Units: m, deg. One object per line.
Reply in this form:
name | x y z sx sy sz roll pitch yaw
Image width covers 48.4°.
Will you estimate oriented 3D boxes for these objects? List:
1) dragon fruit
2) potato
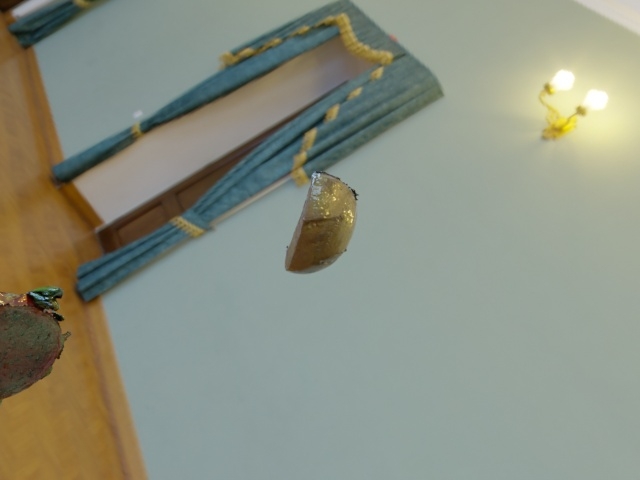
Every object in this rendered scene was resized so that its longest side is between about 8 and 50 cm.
dragon fruit | -0.331 0.094 0.675 0.175 0.142 0.138 13 -48 31
potato | 0.001 0.001 0.440 0.093 0.037 0.036 113 -10 -57
